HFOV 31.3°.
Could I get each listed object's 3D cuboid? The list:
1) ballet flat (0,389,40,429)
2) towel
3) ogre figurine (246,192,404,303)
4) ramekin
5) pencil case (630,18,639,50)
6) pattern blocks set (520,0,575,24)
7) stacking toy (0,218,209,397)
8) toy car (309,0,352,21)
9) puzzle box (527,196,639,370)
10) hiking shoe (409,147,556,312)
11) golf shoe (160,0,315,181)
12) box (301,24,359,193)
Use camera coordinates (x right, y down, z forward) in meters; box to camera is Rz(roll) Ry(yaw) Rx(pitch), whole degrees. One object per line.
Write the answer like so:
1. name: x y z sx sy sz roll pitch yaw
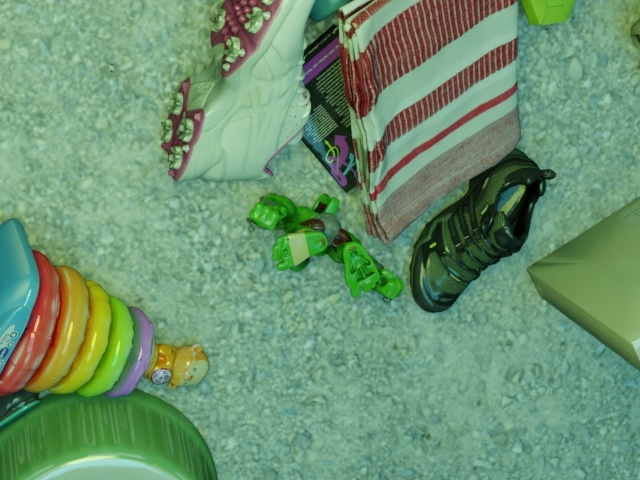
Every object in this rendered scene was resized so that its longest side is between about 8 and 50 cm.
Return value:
1. ballet flat: -0.409 0.215 1.294 0.203 0.074 0.074 -39 111 5
2. towel: 0.130 -0.165 1.217 0.237 0.037 0.329 -37 144 -20
3. ogre figurine: 0.000 0.000 1.309 0.197 0.118 0.097 9 107 -16
4. ramekin: -0.257 0.335 1.319 0.303 0.148 0.303 -4 106 -14
5. pencil case: 0.531 -0.338 1.313 0.160 0.183 0.410 37 100 -2
6. pattern blocks set: 0.255 -0.381 1.251 0.325 0.026 0.285 -22 115 -32
7. stacking toy: -0.251 0.117 1.277 0.302 0.166 0.175 22 109 -34
8. toy car: 0.046 -0.389 1.179 0.238 0.210 0.219 -37 100 -16
9. puzzle box: 0.477 -0.014 1.349 0.409 0.272 0.052 -31 111 -4
10. hiking shoe: 0.188 -0.006 1.358 0.086 0.114 0.227 30 96 -20
11. golf shoe: -0.060 -0.177 1.212 0.140 0.115 0.306 11 136 -27
12. box: 0.024 -0.150 1.320 0.116 0.029 0.162 -40 110 0
